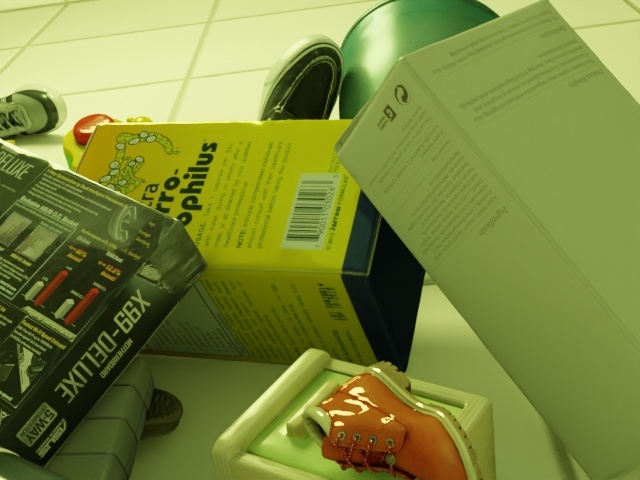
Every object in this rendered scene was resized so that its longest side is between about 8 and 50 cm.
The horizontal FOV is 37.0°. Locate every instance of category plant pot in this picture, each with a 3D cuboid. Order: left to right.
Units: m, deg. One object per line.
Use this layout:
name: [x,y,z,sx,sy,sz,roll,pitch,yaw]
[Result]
plant pot: [0.145,-0.161,1.316,0.272,0.271,0.255,-3,42,11]

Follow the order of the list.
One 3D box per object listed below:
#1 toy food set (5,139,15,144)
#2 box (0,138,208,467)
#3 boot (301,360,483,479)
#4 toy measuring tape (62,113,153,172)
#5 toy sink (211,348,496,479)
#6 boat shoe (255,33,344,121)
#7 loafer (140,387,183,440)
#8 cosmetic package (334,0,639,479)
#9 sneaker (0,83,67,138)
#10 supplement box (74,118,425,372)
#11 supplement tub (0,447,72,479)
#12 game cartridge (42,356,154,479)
toy food set: [-0.616,-0.106,1.628,0.218,0.071,0.128,-23,6,-30]
box: [-0.298,0.040,0.901,0.307,0.076,0.242,22,64,32]
boot: [0.048,0.146,0.667,0.085,0.059,0.158,-20,25,-22]
toy measuring tape: [-0.402,-0.113,1.531,0.121,0.121,0.330,17,45,40]
toy sink: [0.006,0.188,0.782,0.234,0.131,0.153,10,32,33]
boat shoe: [-0.046,-0.132,1.293,0.108,0.301,0.102,26,10,-33]
loafer: [-0.205,0.183,0.940,0.148,0.050,0.056,-8,33,6]
cosmetic package: [0.223,-0.008,0.854,0.217,0.156,0.385,-26,75,-34]
sneaker: [-0.617,-0.222,1.814,0.269,0.101,0.153,0,28,28]
supplement box: [-0.080,0.003,1.032,0.357,0.194,0.195,2,55,19]
supplement tub: [-0.202,0.248,0.626,0.272,0.191,0.191,15,34,25]
game cartridge: [-0.344,0.213,0.858,0.355,0.068,0.230,-3,47,10]
